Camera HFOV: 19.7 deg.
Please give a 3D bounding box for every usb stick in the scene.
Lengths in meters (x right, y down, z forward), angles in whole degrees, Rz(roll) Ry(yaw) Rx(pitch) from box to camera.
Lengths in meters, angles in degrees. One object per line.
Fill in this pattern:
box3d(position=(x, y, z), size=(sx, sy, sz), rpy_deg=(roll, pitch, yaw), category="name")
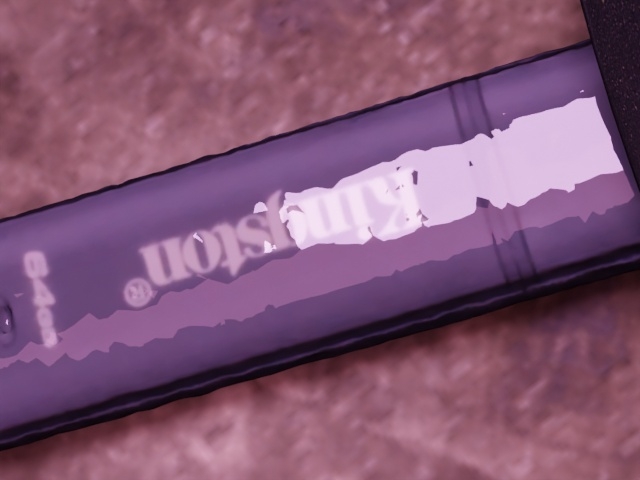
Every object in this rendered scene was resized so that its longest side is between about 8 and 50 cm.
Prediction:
box3d(position=(0.000, 0.000, 0.603), size=(0.278, 0.045, 0.077), rpy_deg=(-16, 88, 7), category="usb stick")

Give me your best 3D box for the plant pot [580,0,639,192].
box3d(position=(0.180, -0.070, 0.501), size=(0.188, 0.187, 0.167), rpy_deg=(-9, 107, -24), category="plant pot")
